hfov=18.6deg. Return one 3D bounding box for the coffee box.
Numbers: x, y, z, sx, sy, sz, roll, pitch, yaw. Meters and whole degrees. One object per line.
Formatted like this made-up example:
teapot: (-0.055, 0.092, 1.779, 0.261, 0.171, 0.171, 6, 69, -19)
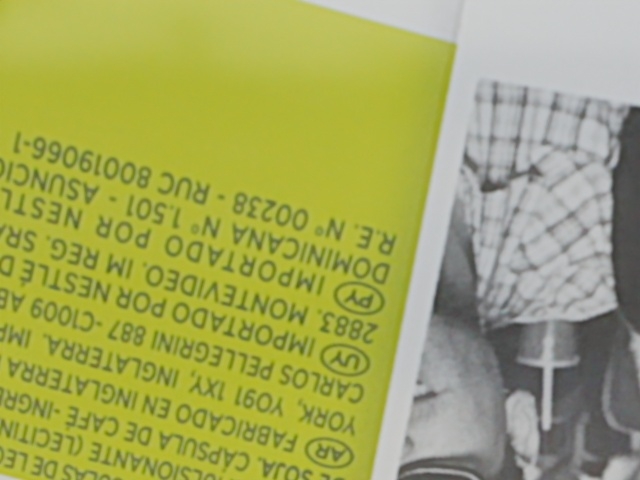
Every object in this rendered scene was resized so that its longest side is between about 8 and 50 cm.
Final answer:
coffee box: (0.000, 0.000, 0.554, 0.338, 0.334, 0.337, 14, 25, -4)
